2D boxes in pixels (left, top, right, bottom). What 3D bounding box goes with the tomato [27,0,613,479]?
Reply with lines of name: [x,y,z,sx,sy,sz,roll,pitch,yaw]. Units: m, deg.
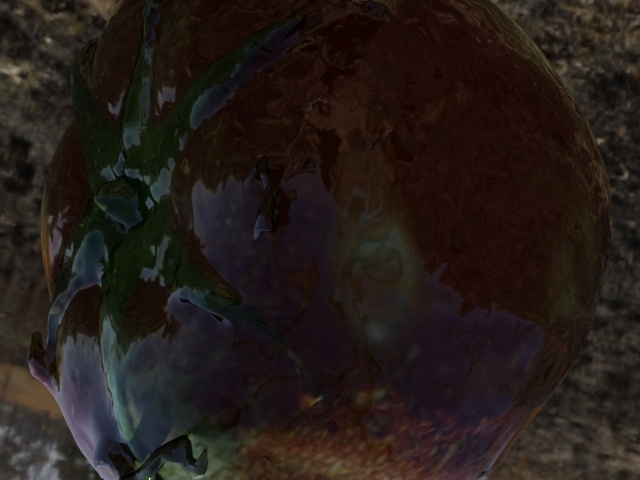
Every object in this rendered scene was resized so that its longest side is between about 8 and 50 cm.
tomato: [0.000,0.000,0.486,0.239,0.303,0.303,10,171,-35]
